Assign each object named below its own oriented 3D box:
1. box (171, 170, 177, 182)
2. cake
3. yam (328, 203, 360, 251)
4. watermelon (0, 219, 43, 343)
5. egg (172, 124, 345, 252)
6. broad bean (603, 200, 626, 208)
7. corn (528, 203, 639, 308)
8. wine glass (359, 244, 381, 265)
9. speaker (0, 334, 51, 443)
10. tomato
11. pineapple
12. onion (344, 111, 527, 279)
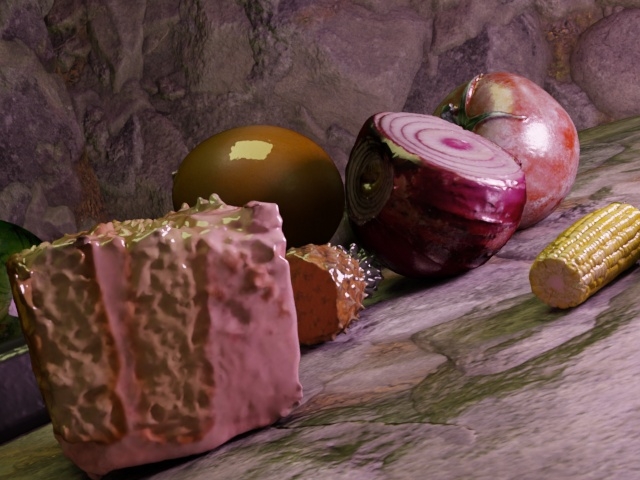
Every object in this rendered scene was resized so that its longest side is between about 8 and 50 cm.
[{"bbox_3d":[-0.196,-0.059,2.495,0.225,0.297,0.190,-19,10,-20],"label":"box"},{"bbox_3d":[-0.207,0.107,1.266,0.307,0.293,0.314,-14,10,-18],"label":"cake"},{"bbox_3d":[0.000,0.000,2.187,0.154,0.153,0.254,-13,7,30],"label":"yam"},{"bbox_3d":[-0.664,0.124,1.991,0.363,0.363,0.363,-17,7,2],"label":"watermelon"},{"bbox_3d":[-0.122,-0.083,1.973,0.351,0.282,0.283,11,20,27],"label":"egg"},{"bbox_3d":[0.450,-0.018,1.649,0.060,0.043,0.297,-24,3,36],"label":"broad bean"},{"bbox_3d":[0.362,0.017,1.374,0.093,0.093,0.244,-11,9,42],"label":"corn"},{"bbox_3d":[0.088,0.024,2.030,0.196,0.079,0.079,-23,9,-33],"label":"wine glass"},{"bbox_3d":[-0.450,0.183,1.641,0.388,0.184,0.180,-23,10,-36],"label":"speaker"},{"bbox_3d":[0.339,-0.166,1.981,0.283,0.316,0.317,24,-19,-34],"label":"tomato"},{"bbox_3d":[0.025,0.064,1.600,0.158,0.157,0.279,-13,4,27],"label":"pineapple"},{"bbox_3d":[0.176,-0.060,1.749,0.282,0.260,0.337,0,28,-41],"label":"onion"}]
